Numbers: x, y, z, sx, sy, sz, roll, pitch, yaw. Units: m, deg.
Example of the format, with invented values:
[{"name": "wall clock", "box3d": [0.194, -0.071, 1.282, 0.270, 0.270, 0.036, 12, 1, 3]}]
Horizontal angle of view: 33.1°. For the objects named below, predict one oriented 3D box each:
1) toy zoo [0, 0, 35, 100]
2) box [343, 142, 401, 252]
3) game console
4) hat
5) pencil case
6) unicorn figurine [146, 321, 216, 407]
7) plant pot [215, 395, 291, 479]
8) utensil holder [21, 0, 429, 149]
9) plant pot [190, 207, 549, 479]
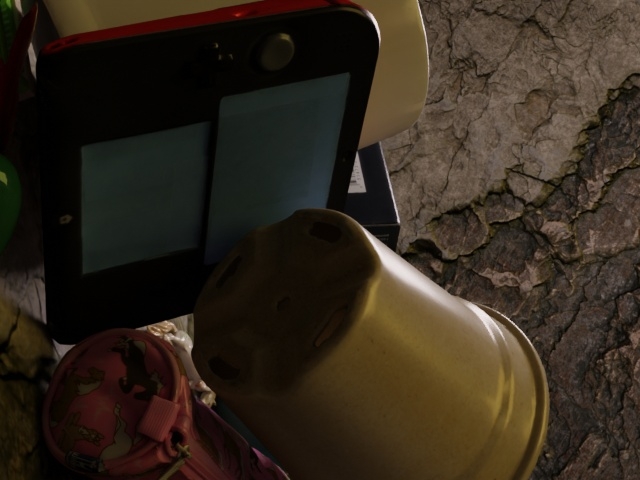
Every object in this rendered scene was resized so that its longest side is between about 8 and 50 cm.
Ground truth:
[{"name": "toy zoo", "box3d": [-0.400, -0.291, 1.142, 0.293, 0.030, 0.192, 49, 25, -68]}, {"name": "box", "box3d": [0.000, 0.000, 1.993, 0.395, 0.212, 0.293, 95, -12, -48]}, {"name": "game console", "box3d": [-0.114, -0.065, 1.093, 0.060, 0.342, 0.386, 50, -35, 34]}, {"name": "hat", "box3d": [-0.271, -0.053, 0.956, 0.208, 0.184, 0.173, 54, 18, -61]}, {"name": "pencil case", "box3d": [-0.150, 0.247, 1.186, 0.386, 0.160, 0.167, 61, 15, -53]}, {"name": "unicorn figurine", "box3d": [-0.177, 0.178, 1.460, 0.111, 0.060, 0.162, -23, 95, -80]}, {"name": "plant pot", "box3d": [-0.038, 0.235, 1.610, 0.255, 0.272, 0.271, 61, 4, 23]}, {"name": "utensil holder", "box3d": [-0.111, -0.209, 1.261, 0.327, 0.385, 0.327, 160, -90, -74]}, {"name": "plant pot", "box3d": [0.033, 0.134, 1.165, 0.305, 0.334, 0.333, 46, 24, -41]}]
